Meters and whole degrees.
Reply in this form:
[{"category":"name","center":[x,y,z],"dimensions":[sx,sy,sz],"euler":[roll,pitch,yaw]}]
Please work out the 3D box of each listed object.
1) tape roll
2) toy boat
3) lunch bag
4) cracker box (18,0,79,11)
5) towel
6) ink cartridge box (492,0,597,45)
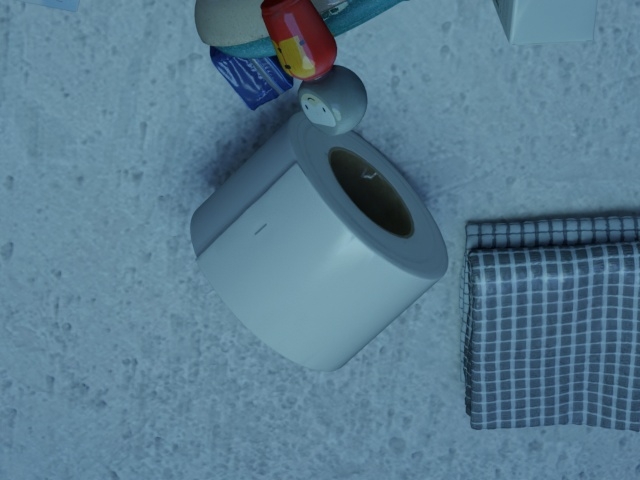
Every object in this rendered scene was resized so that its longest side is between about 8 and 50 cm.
[{"category":"tape roll","center":[0.000,0.000,2.110],"dimensions":[0.246,0.246,0.169],"euler":[36,115,-26]},{"category":"toy boat","center":[-0.002,-0.224,1.904],"dimensions":[0.267,0.318,0.148],"euler":[-22,114,14]},{"category":"lunch bag","center":[-0.073,-0.200,2.069],"dimensions":[0.065,0.067,0.098],"euler":[-31,121,15]},{"category":"cracker box","center":[-0.347,-0.335,1.946],"dimensions":[0.232,0.067,0.155],"euler":[10,124,-12]},{"category":"towel","center":[0.288,0.111,2.293],"dimensions":[0.235,0.121,0.283],"euler":[-5,126,-1]},{"category":"ink cartridge box","center":[0.219,-0.315,1.929],"dimensions":[0.093,0.212,0.154],"euler":[-4,125,-7]}]
